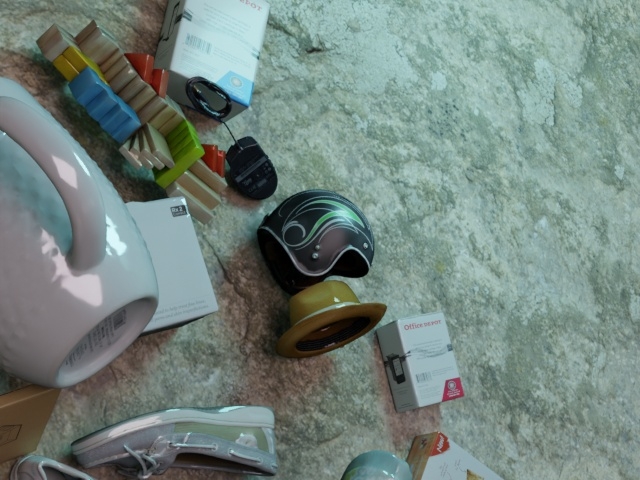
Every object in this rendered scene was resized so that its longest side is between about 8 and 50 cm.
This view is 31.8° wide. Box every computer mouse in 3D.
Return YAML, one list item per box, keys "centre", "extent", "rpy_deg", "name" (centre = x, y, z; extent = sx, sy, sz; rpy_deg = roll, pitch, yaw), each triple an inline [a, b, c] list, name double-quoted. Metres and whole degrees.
- centre: [-0.143, -0.162, 1.781]
  extent: [0.071, 0.041, 0.242]
  rpy_deg: [-36, 120, -10]
  name: "computer mouse"

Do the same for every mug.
- centre: [-0.353, -0.017, 1.343]
  extent: [0.328, 0.374, 0.276]
  rpy_deg: [45, 54, 13]
  name: "mug"

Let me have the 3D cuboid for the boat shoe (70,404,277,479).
- centre: [-0.194, 0.294, 1.579]
  extent: [0.320, 0.118, 0.103]
  rpy_deg: [4, 68, -42]
  name: "boat shoe"

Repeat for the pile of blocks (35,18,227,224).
- centre: [-0.255, -0.192, 1.656]
  extent: [0.362, 0.113, 0.149]
  rpy_deg: [46, 11, -14]
  name: "pile of blocks"

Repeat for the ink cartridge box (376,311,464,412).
- centre: [0.169, 0.205, 1.903]
  extent: [0.109, 0.063, 0.150]
  rpy_deg: [-7, 78, -37]
  name: "ink cartridge box"

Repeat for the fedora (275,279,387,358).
- centre: [0.007, 0.116, 1.755]
  extent: [0.194, 0.194, 0.079]
  rpy_deg: [-7, 63, -37]
  name: "fedora"

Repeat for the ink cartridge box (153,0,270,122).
- centre: [-0.178, -0.316, 1.813]
  extent: [0.148, 0.086, 0.203]
  rpy_deg: [23, 63, -27]
  name: "ink cartridge box"

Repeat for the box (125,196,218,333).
- centre: [-0.270, 0.047, 1.603]
  extent: [0.181, 0.119, 0.181]
  rpy_deg: [-13, 82, -38]
  name: "box"

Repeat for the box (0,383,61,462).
- centre: [-0.431, 0.248, 1.394]
  extent: [0.201, 0.164, 0.021]
  rpy_deg: [-17, 61, -39]
  name: "box"

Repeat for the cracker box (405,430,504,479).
- centre: [0.234, 0.444, 1.867]
  extent: [0.232, 0.067, 0.155]
  rpy_deg: [38, 56, -20]
  name: "cracker box"

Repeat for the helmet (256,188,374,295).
- centre: [0.000, 0.000, 1.788]
  extent: [0.162, 0.169, 0.169]
  rpy_deg: [-30, 93, -21]
  name: "helmet"

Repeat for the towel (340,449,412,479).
- centre: [0.006, 0.481, 1.513]
  extent: [0.090, 0.374, 0.320]
  rpy_deg: [22, 59, 4]
  name: "towel"

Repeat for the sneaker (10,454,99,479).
- centre: [-0.304, 0.347, 1.491]
  extent: [0.212, 0.094, 0.080]
  rpy_deg: [32, 57, -24]
  name: "sneaker"
